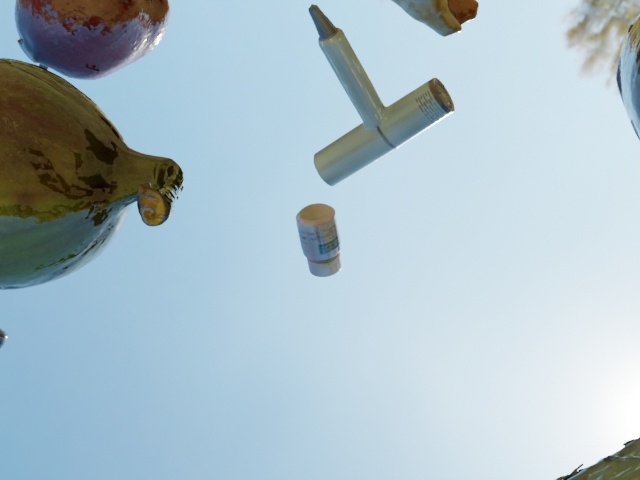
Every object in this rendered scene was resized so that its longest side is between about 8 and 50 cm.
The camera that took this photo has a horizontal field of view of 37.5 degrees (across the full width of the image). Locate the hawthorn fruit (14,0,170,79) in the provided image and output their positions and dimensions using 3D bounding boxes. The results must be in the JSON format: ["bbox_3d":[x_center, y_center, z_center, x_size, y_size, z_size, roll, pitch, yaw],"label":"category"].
[{"bbox_3d":[-0.299,-0.286,1.208,0.185,0.202,0.185,41,-161,-17],"label":"hawthorn fruit"}]

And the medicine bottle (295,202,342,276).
[{"bbox_3d":[0.000,0.000,1.215,0.052,0.089,0.052,-7,-146,5],"label":"medicine bottle"}]

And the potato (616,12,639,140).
[{"bbox_3d":[0.350,-0.110,0.869,0.116,0.239,0.299,-29,-153,5],"label":"potato"}]

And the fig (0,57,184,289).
[{"bbox_3d":[-0.170,-0.048,0.582,0.187,0.148,0.142,-9,-104,5],"label":"fig"}]

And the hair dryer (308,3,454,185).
[{"bbox_3d":[0.018,-0.152,0.928,0.183,0.155,0.044,43,-152,-28],"label":"hair dryer"}]

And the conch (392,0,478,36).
[{"bbox_3d":[0.079,-0.352,1.117,0.158,0.127,0.255,-46,-64,-39],"label":"conch"}]

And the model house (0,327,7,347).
[{"bbox_3d":[-0.391,0.090,0.741,0.241,0.261,0.226,38,-172,-49],"label":"model house"}]

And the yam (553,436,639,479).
[{"bbox_3d":[0.271,0.218,0.659,0.201,0.271,0.202,20,-149,-40],"label":"yam"}]
